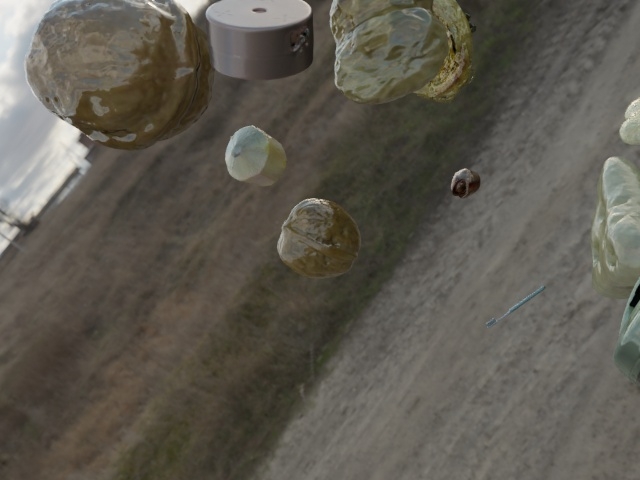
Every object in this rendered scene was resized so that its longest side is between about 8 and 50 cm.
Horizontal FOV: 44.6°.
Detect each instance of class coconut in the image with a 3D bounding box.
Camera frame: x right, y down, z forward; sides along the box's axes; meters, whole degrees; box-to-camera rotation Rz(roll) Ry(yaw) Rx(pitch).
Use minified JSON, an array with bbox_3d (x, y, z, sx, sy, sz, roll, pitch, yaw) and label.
[{"bbox_3d":[-0.175,-0.220,2.052,0.147,0.152,0.147,-7,76,31],"label":"coconut"}]

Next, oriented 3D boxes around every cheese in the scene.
[{"bbox_3d":[0.692,-0.048,1.758,0.351,0.129,0.329,51,-139,-75],"label":"cheese"}]

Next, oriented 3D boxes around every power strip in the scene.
[{"bbox_3d":[-0.081,-0.284,1.090,0.154,0.154,0.078,-74,-12,-54],"label":"power strip"}]

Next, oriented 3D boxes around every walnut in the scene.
[{"bbox_3d":[0.000,0.000,1.512,0.166,0.166,0.149,-49,29,4],"label":"walnut"},{"bbox_3d":[-0.351,-0.311,1.418,0.343,0.306,0.306,8,55,38],"label":"walnut"}]

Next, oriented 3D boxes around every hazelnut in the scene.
[{"bbox_3d":[0.393,-0.153,2.120,0.086,0.086,0.086,-45,17,17],"label":"hazelnut"}]

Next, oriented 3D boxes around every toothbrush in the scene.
[{"bbox_3d":[0.459,0.155,1.839,0.167,0.014,0.011,-39,13,18],"label":"toothbrush"}]

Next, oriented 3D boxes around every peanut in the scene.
[{"bbox_3d":[0.098,-0.332,1.224,0.196,0.110,0.233,-18,69,30],"label":"peanut"}]

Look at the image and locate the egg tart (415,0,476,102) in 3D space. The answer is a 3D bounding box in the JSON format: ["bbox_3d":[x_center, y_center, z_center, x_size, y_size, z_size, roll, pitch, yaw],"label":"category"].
[{"bbox_3d":[0.256,-0.453,1.754,0.107,0.291,0.291,-33,6,-30],"label":"egg tart"}]

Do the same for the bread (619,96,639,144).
[{"bbox_3d":[0.864,-0.311,1.846,0.316,0.054,0.316,-23,30,14],"label":"bread"}]

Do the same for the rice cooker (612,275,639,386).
[{"bbox_3d":[0.543,0.118,1.013,0.288,0.277,0.288,-38,-31,-28],"label":"rice cooker"}]
